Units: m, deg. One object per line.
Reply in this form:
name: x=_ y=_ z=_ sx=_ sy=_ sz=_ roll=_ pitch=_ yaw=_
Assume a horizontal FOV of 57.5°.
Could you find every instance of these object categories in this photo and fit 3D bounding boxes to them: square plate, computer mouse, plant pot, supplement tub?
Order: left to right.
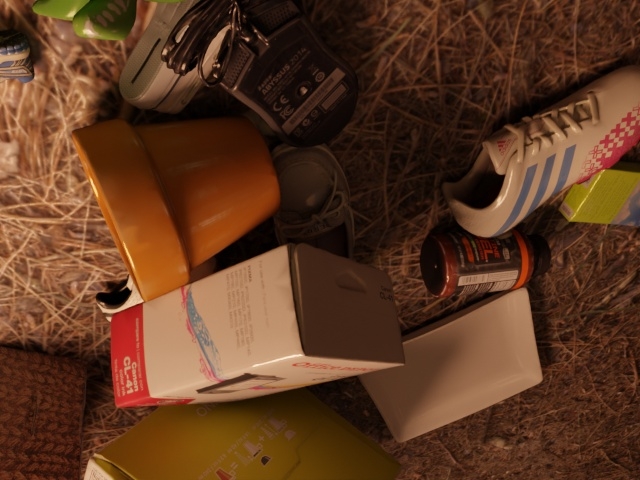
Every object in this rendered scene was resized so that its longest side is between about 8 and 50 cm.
plant pot: x=-0.157 y=-0.059 z=0.684 sx=0.188 sy=0.205 sz=0.205 roll=-24 pitch=134 yaw=-19
computer mouse: x=-0.044 y=-0.202 z=0.640 sx=0.188 sy=0.072 sz=0.272 roll=-43 pitch=150 yaw=3
square plate: x=0.265 y=0.254 z=1.173 sx=0.347 sy=0.049 sz=0.344 roll=-25 pitch=132 yaw=3
supplement tub: x=0.270 y=0.032 z=0.949 sx=0.198 sy=0.106 sz=0.106 roll=-6 pitch=130 yaw=-15

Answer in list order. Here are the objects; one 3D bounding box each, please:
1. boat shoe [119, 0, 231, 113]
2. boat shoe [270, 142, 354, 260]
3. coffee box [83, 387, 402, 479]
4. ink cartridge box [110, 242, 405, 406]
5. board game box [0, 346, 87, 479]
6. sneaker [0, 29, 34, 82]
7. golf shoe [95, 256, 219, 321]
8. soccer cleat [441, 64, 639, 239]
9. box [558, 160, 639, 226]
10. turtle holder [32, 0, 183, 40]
boat shoe: x=-0.128 y=-0.234 z=0.623 sx=0.226 sy=0.083 sz=0.076 roll=-45 pitch=156 yaw=20
boat shoe: x=-0.002 y=0.002 z=0.833 sx=0.118 sy=0.103 sz=0.320 roll=-13 pitch=132 yaw=-7
coffee box: x=-0.138 y=0.435 z=0.916 sx=0.338 sy=0.338 sz=0.334 roll=-32 pitch=152 yaw=-52
ink cartridge box: x=-0.082 y=0.124 z=0.748 sx=0.306 sy=0.131 sz=0.226 roll=-20 pitch=157 yaw=32
board game box: x=-0.475 y=0.351 z=0.886 sx=0.141 sy=0.232 sz=0.291 roll=18 pitch=121 yaw=-30
sneaker: x=-0.364 y=-0.170 z=0.604 sx=0.135 sy=0.052 sz=0.058 roll=-14 pitch=136 yaw=-6
golf shoe: x=-0.233 y=0.069 z=0.838 sx=0.186 sy=0.067 sz=0.086 roll=-30 pitch=130 yaw=8
soccer cleat: x=0.317 y=-0.131 z=0.818 sx=0.143 sy=0.116 sz=0.331 roll=30 pitch=115 yaw=-36
box: x=0.502 y=-0.078 z=0.974 sx=0.178 sy=0.042 sz=0.109 roll=3 pitch=129 yaw=-21
turtle holder: x=-0.211 y=-0.281 z=0.437 sx=0.320 sy=0.243 sz=0.227 roll=5 pitch=110 yaw=-11
